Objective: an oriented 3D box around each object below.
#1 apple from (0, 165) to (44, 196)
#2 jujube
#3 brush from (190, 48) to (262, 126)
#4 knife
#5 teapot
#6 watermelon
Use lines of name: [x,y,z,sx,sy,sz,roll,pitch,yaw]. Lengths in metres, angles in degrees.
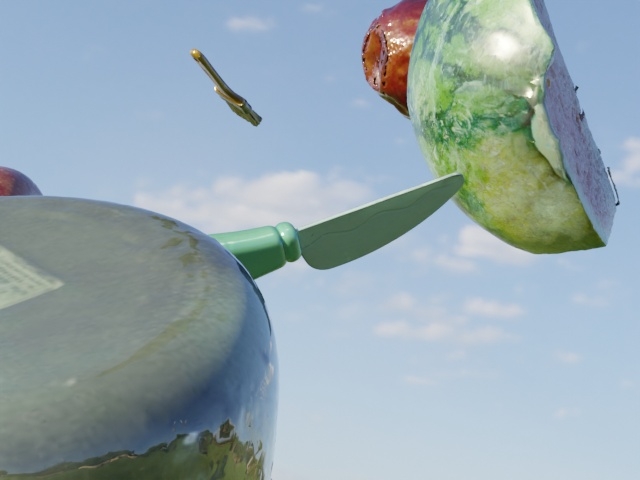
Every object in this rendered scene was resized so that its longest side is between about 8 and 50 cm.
apple: [-0.419,0.008,1.746,0.162,0.201,0.201,-15,-19,10]
jujube: [0.171,-0.229,1.808,0.243,0.183,0.183,4,-7,-31]
brush: [-0.104,-0.165,1.480,0.043,0.014,0.170,33,-7,24]
knife: [0.000,0.001,1.120,0.260,0.063,0.035,-15,36,-15]
teapot: [-0.160,0.143,0.547,0.305,0.285,0.223,6,24,18]
watermelon: [0.178,-0.137,1.315,0.180,0.305,0.224,-27,15,-29]
